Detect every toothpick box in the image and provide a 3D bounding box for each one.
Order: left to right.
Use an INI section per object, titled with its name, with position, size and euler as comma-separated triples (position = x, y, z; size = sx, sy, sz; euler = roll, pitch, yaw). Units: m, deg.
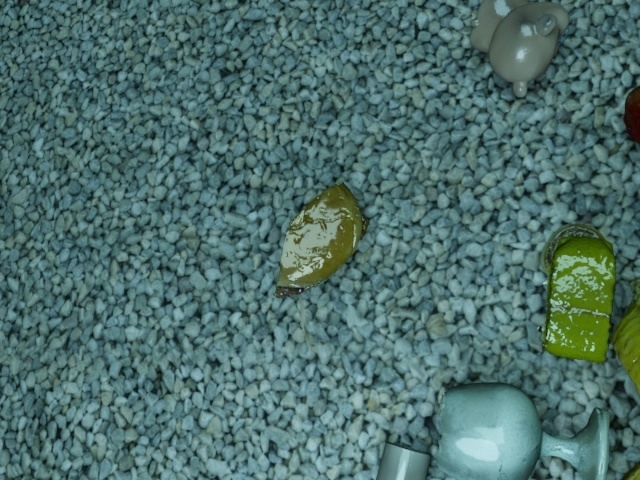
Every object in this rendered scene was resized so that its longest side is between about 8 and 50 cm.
[toothpick box]
position = 0.173, 0.549, 1.520
size = 0.111, 0.111, 0.181
euler = 11, 78, 20

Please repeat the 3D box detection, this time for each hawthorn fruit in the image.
[hawthorn fruit]
position = 0.769, -0.251, 1.509
size = 0.181, 0.181, 0.235
euler = -15, 56, 13

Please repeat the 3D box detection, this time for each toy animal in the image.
[toy animal]
position = 0.473, -0.506, 1.669
size = 0.221, 0.210, 0.229
euler = 28, 50, 15

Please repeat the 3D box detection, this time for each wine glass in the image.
[wine glass]
position = 0.405, 0.412, 1.419
size = 0.322, 0.238, 0.238
euler = 4, 76, 13

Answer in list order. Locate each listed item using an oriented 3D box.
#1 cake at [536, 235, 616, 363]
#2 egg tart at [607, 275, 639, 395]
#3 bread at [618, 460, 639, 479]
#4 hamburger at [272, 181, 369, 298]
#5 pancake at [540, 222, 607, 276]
[cake]
position = 0.551, 0.121, 1.467
size = 0.156, 0.179, 0.261
euler = 8, 95, 17
[egg tart]
position = 0.680, 0.248, 1.304
size = 0.169, 0.388, 0.388
euler = -34, 67, 16
[bread]
position = 0.660, 0.492, 1.345
size = 0.245, 0.174, 0.121
euler = -42, 68, -2
[hamburger]
position = 0.000, 0.000, 1.712
size = 0.245, 0.155, 0.282
euler = -3, 79, 10
[pancake]
position = 0.583, 0.037, 1.574
size = 0.158, 0.028, 0.158
euler = -4, 77, 18
